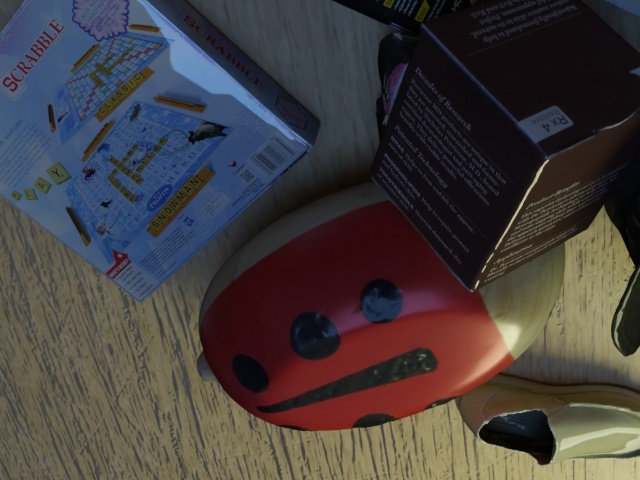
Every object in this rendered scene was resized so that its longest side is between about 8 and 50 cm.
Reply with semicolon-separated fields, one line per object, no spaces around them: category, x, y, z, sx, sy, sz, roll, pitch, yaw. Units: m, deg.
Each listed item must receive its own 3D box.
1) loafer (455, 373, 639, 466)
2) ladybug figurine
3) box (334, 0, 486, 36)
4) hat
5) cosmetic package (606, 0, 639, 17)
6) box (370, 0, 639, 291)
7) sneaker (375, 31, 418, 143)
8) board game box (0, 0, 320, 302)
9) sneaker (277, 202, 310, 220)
loafer;0.304;0.238;1.147;0.269;0.092;0.101;6;124;5
ladybug figurine;0.062;0.091;1.020;0.450;0.161;0.305;-24;127;16
box;0.096;-0.345;0.792;0.257;0.079;0.322;24;130;-4
hat;0.360;-0.044;0.913;0.134;0.331;0.331;44;129;28
cosmetic package;0.325;-0.260;0.816;0.238;0.107;0.127;27;123;-5
box;0.176;-0.095;0.839;0.167;0.169;0.203;52;150;24
sneaker;0.099;-0.151;0.923;0.077;0.071;0.178;-7;161;-1
board game box;-0.223;-0.124;1.013;0.318;0.066;0.319;41;120;-17
sneaker;0.000;0.000;1.074;0.069;0.038;0.098;-24;116;23
